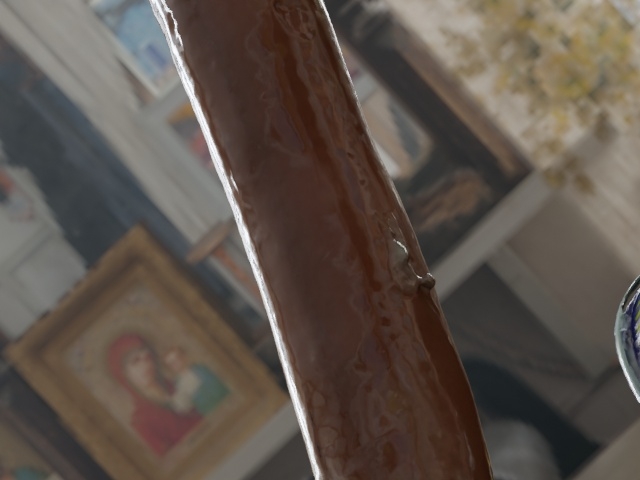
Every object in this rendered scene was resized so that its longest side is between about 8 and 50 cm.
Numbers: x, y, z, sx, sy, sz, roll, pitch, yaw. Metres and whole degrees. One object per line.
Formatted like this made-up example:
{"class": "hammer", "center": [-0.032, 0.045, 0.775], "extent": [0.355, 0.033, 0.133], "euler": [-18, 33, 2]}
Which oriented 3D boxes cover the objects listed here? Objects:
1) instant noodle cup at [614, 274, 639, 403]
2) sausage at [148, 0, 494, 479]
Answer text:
{"class": "instant noodle cup", "center": [0.342, -0.025, 0.961], "extent": [0.284, 0.284, 0.312], "euler": [-48, -22, -52]}
{"class": "sausage", "center": [0.000, 0.000, 0.875], "extent": [0.094, 0.419, 0.094], "euler": [-14, -15, -20]}
